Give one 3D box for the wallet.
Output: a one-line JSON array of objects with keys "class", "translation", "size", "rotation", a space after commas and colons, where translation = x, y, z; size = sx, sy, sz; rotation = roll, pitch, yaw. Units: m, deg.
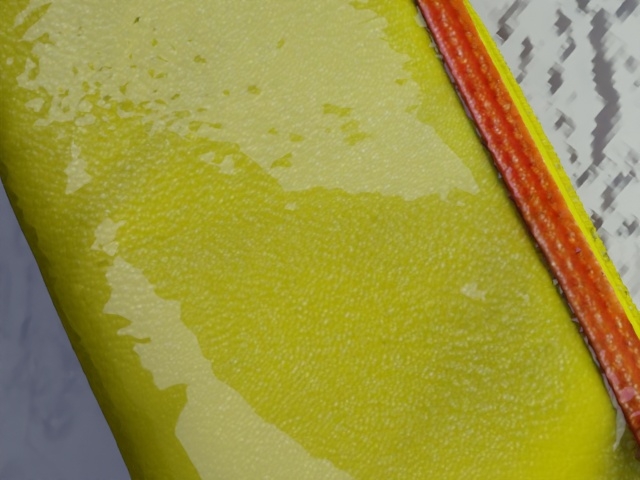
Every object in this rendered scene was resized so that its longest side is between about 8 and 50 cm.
[{"class": "wallet", "translation": [0.000, 0.000, 0.432], "size": [0.141, 0.067, 0.241], "rotation": [-27, 73, 9]}]
